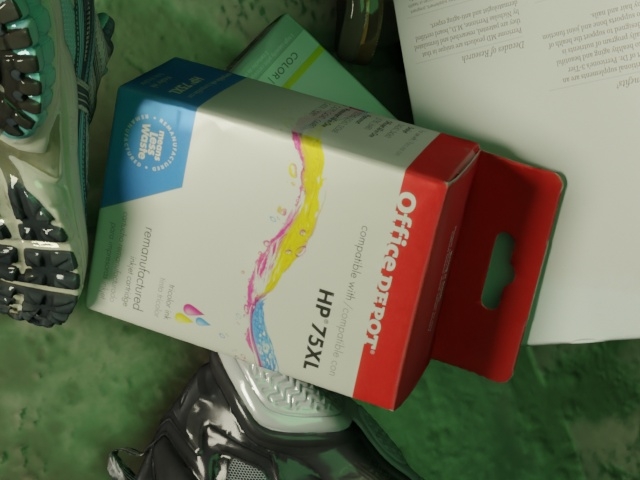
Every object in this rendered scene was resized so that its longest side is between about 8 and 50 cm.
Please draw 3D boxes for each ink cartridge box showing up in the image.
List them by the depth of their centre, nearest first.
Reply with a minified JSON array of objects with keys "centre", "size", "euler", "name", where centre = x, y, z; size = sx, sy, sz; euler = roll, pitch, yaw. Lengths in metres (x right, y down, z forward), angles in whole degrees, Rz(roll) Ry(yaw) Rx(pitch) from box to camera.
[{"centre":[0.000,0.000,0.826],"size":[0.231,0.078,0.134],"euler":[17,113,14],"name":"ink cartridge box"},{"centre":[0.012,-0.025,0.937],"size":[0.209,0.062,0.109],"euler":[44,79,-10],"name":"ink cartridge box"}]

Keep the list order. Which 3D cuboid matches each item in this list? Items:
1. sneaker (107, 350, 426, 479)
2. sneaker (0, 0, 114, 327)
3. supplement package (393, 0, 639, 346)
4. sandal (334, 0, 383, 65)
[{"centre":[-0.005,0.185,0.886],"size":[0.153,0.101,0.268],"euler":[-42,80,8],"name":"sneaker"},{"centre":[-0.150,-0.065,0.816],"size":[0.110,0.283,0.122],"euler":[23,50,8],"name":"sneaker"},{"centre":[0.188,-0.086,0.882],"size":[0.198,0.199,0.263],"euler":[-10,92,-44],"name":"supplement package"},{"centre":[-0.002,-0.210,0.918],"size":[0.060,0.090,0.219],"euler":[-5,83,-3],"name":"sandal"}]
